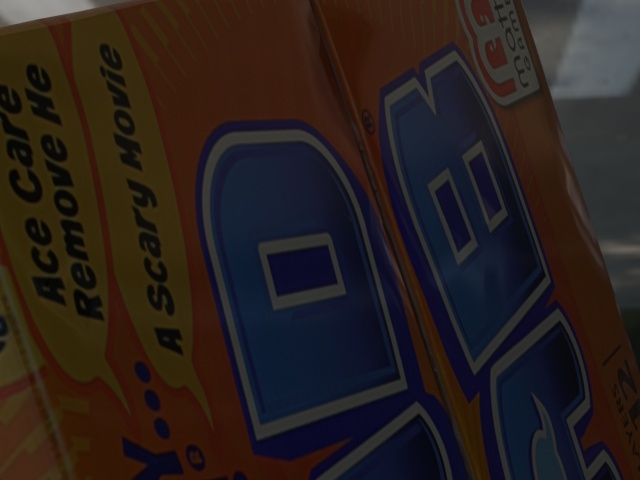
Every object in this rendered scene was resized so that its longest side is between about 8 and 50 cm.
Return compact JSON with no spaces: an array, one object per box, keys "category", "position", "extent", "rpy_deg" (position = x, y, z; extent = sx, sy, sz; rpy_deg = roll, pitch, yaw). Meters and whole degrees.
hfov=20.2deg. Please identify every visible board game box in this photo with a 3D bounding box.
[{"category":"board game box","position":[-0.100,0.129,0.613],"extent":[0.356,0.356,0.356],"rpy_deg":[-16,-174,28]}]
